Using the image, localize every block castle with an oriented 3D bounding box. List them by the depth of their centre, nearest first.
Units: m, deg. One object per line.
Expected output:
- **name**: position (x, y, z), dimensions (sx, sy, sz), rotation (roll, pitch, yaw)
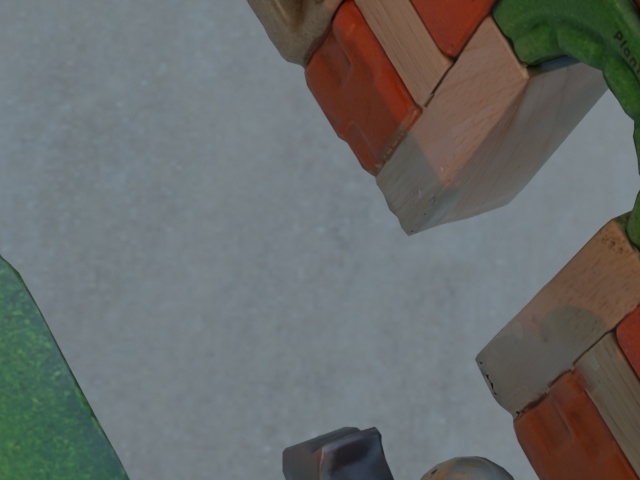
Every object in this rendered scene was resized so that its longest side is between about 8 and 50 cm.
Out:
- **block castle**: position (0.000, 0.000, 0.458), dimensions (0.303, 0.213, 0.453), rotation (-19, 70, -31)
